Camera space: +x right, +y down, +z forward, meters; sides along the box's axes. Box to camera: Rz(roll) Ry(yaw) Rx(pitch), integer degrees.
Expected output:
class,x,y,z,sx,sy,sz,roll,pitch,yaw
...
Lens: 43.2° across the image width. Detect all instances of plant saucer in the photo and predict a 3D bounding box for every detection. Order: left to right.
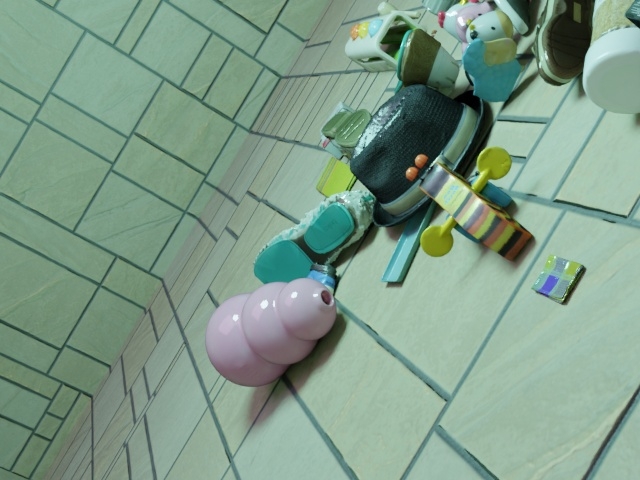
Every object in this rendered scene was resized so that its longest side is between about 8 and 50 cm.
class,x,y,z,sx,sy,sz,roll,pitch,yaw
plant saucer,0.175,-0.002,1.564,0.192,0.018,0.067,-65,19,-14

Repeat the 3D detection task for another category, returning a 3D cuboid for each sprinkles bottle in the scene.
class,x,y,z,sx,sy,sz,roll,pitch,yaw
sprinkles bottle,0.464,-0.351,1.189,0.121,0.121,0.355,-34,31,52

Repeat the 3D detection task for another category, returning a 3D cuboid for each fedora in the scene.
class,x,y,z,sx,sy,sz,roll,pitch,yaw
fedora,0.171,-0.194,1.624,0.334,0.152,0.334,-48,17,20

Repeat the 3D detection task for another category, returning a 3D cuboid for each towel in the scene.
class,x,y,z,sx,sy,sz,roll,pitch,yaw
towel,0.043,-0.158,2.137,0.102,0.021,0.237,-63,19,6
towel,0.325,0.051,1.110,0.060,0.009,0.083,-60,19,1

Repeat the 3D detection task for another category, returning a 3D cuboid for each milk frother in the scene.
class,x,y,z,sx,sy,sz,roll,pitch,yaw
milk frother,0.301,-0.589,1.813,0.129,0.143,0.134,54,137,30

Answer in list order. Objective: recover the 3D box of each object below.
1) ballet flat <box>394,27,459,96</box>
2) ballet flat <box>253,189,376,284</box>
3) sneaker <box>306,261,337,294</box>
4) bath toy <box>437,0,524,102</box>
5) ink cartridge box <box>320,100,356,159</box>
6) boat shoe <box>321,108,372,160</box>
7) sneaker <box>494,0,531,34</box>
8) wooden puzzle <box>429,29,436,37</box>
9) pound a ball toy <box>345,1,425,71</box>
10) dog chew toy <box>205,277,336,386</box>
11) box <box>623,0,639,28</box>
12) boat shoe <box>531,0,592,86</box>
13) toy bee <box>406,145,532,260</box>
class,x,y,z,sx,sy,sz,roll,pitch,yaw
ballet flat,0.224,-0.347,1.689,0.342,0.124,0.116,64,-132,-83
ballet flat,0.000,0.000,1.886,0.409,0.147,0.147,-34,31,46
sneaker,-0.016,0.094,1.833,0.152,0.058,0.084,-23,46,54
bath toy,0.312,-0.406,1.614,0.348,0.129,0.151,-90,18,-59
ink cartridge box,0.056,-0.309,2.260,0.109,0.063,0.150,-52,20,20
boat shoe,0.094,-0.258,2.023,0.113,0.103,0.302,-45,19,2
sneaker,0.412,-0.554,1.645,0.147,0.104,0.295,-26,50,24
wooden puzzle,0.272,-0.512,2.102,0.083,0.006,0.049,-60,19,-3
pound a ball toy,0.178,-0.597,2.274,0.208,0.136,0.319,-59,19,1
dog chew toy,-0.095,0.183,1.714,0.332,0.207,0.206,-31,32,39
box,0.476,-0.247,0.962,0.077,0.147,0.180,-54,20,14
boat shoe,0.409,-0.340,1.389,0.257,0.095,0.095,-66,5,-37
toy bee,0.217,-0.065,1.329,0.195,0.162,0.298,-63,19,-6
